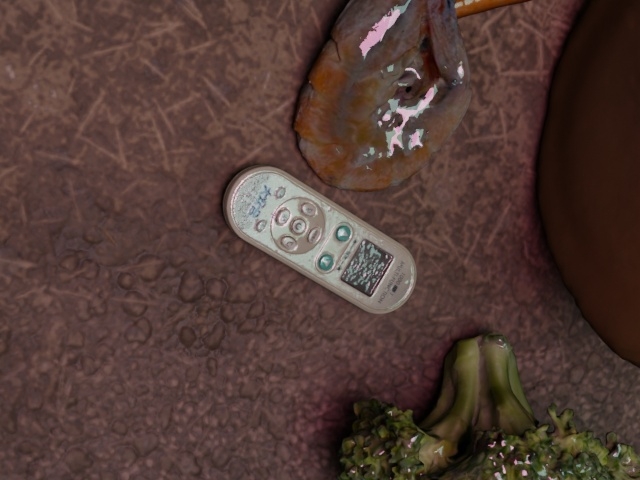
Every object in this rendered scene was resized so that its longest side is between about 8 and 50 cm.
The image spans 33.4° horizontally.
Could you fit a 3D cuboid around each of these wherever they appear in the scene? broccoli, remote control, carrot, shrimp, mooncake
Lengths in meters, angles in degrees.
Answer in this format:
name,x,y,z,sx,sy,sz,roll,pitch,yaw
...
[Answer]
name,x,y,z,sx,sy,sz,roll,pitch,yaw
broccoli,0.159,0.234,1.052,0.288,0.260,0.235,30,102,-20
remote control,0.000,0.000,1.054,0.221,0.042,0.078,31,87,-24
carrot,0.148,-0.240,1.074,0.190,0.037,0.037,-20,106,-13
shrimp,0.090,-0.186,1.025,0.164,0.062,0.316,20,105,-26
mooncake,0.421,-0.085,0.985,0.262,0.467,0.466,5,98,-23
